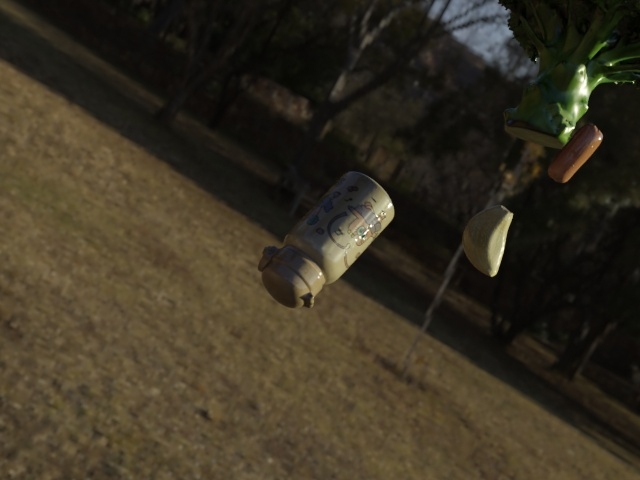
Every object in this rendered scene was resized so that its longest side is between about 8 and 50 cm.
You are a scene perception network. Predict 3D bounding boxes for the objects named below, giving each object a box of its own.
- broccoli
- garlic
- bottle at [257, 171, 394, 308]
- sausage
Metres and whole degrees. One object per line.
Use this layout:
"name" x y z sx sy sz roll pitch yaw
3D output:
"broccoli" 0.364 -0.258 1.443 0.298 0.297 0.297 23 -2 1
"garlic" 0.195 -0.004 1.291 0.053 0.083 0.041 22 6 35
"bottle" 0.000 0.000 1.531 0.110 0.209 0.097 36 -25 18
"sausage" 0.319 -0.109 1.374 0.034 0.083 0.034 40 4 -4
